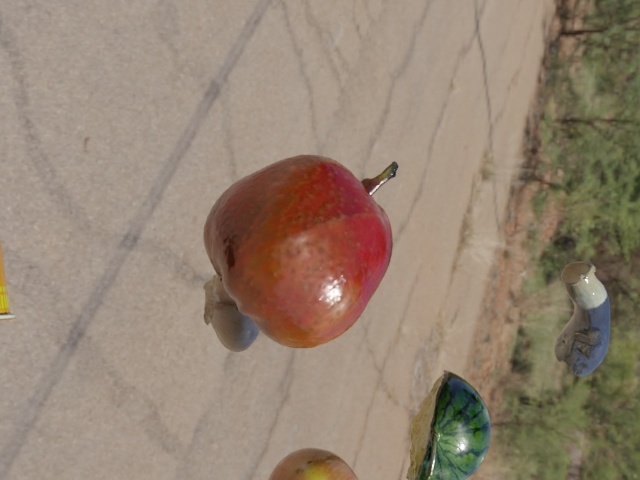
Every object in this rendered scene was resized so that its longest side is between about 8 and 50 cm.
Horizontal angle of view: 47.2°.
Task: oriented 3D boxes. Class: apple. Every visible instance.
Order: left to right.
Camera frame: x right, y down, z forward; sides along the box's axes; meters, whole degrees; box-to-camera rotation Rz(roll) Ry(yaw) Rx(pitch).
[{"bbox_3d":[-0.013,0.502,1.407,0.164,0.209,0.209,-30,126,-42],"label":"apple"}]

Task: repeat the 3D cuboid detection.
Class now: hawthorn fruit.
[{"bbox_3d":[-0.005,-0.007,0.756,0.225,0.196,0.196,-41,145,-9],"label":"hawthorn fruit"}]

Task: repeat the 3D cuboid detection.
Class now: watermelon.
[{"bbox_3d":[0.220,0.329,1.234,0.232,0.127,0.204,92,17,-76],"label":"watermelon"}]

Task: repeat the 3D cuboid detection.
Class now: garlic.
[{"bbox_3d":[-0.144,0.111,1.306,0.099,0.124,0.174,2,76,-29],"label":"garlic"}]

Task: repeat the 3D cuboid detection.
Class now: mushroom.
[{"bbox_3d":[0.509,0.155,1.412,0.099,0.096,0.278,-43,138,-35],"label":"mushroom"}]

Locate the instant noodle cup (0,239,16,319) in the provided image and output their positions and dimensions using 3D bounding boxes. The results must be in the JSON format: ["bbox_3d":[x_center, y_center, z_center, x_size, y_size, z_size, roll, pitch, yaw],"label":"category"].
[{"bbox_3d":[-0.374,-0.015,0.683,0.168,0.168,0.185,7,79,-67],"label":"instant noodle cup"}]
